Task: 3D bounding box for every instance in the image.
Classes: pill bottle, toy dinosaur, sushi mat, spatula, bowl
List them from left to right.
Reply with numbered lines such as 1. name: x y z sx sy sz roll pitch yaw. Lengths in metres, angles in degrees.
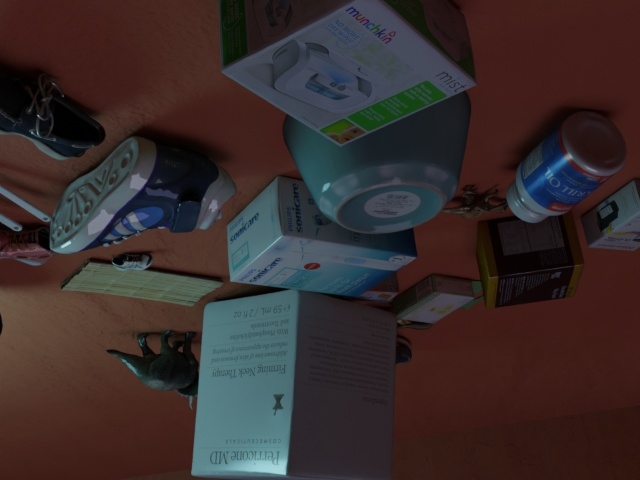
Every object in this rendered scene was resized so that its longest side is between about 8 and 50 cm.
1. spatula: -0.585 -0.071 1.575 0.168 0.019 0.242 -24 142 21
2. sushi mat: -0.379 0.095 2.027 0.317 0.019 0.151 11 149 -34
3. toy dinosaur: -0.377 0.310 2.326 0.121 0.160 0.314 -24 151 33
4. bowl: 0.100 -0.120 1.511 0.312 0.163 0.311 -5 155 -2
5. toy dinosaur: 0.290 -0.062 1.818 0.183 0.053 0.092 -3 157 -9
6. pill bottle: 0.419 -0.118 1.642 0.124 0.124 0.221 2 154 -20

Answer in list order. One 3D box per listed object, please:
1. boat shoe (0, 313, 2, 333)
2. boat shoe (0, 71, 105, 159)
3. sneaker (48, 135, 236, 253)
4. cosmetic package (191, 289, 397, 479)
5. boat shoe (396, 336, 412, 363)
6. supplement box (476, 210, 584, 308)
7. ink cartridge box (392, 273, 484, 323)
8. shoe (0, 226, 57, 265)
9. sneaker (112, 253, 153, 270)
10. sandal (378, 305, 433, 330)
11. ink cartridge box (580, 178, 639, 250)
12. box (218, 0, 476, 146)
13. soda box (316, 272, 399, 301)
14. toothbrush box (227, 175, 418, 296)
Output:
1. boat shoe: -0.715 0.093 1.744 0.156 0.186 0.500 -5 151 11
2. boat shoe: -0.400 -0.180 1.327 0.079 0.095 0.254 -14 156 19
3. sneaker: -0.290 -0.044 1.608 0.236 0.130 0.323 20 139 -38
4. cosmetic package: -0.054 0.342 2.129 0.329 0.393 0.327 -13 158 43
5. boat shoe: 0.167 0.302 2.531 0.103 0.092 0.285 -17 154 22
6. supplement box: 0.437 0.042 1.991 0.194 0.129 0.191 -8 155 4
7. ink cartridge box: 0.317 0.147 2.284 0.235 0.056 0.171 10 150 -29
8. shoe: -0.554 0.000 1.727 0.081 0.063 0.178 -25 155 31
9. sneaker: -0.378 0.042 1.894 0.083 0.031 0.037 -12 155 10
10. sandal: 0.200 0.188 2.328 0.180 0.072 0.049 0 139 -18
11. ink cartridge box: 0.637 -0.048 1.915 0.128 0.072 0.175 4 153 -24
12. box: 0.038 -0.262 1.233 0.231 0.126 0.262 -20 152 31
13. soda box: 0.080 0.097 2.104 0.183 0.058 0.063 5 154 -22
14. toothbrush box: 0.000 0.000 1.791 0.296 0.126 0.216 10 150 -31
